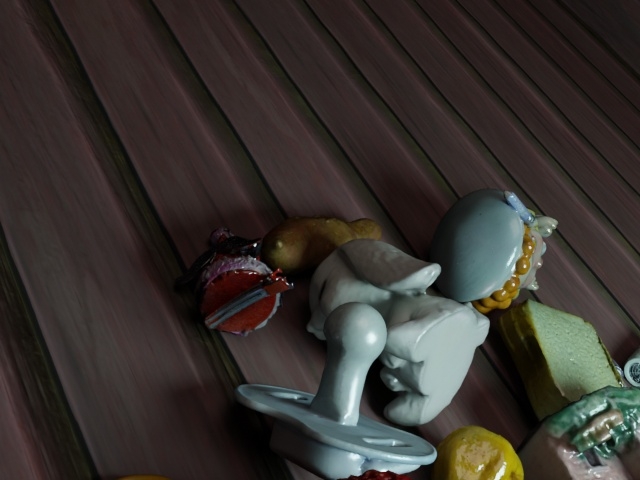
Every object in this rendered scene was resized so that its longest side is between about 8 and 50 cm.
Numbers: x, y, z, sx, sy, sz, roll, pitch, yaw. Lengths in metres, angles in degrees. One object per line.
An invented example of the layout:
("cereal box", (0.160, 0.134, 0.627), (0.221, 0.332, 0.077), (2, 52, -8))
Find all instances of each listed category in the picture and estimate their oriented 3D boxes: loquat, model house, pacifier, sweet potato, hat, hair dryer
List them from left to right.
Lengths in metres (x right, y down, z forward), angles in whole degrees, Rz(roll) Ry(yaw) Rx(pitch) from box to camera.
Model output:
("hat", (-0.131, 0.036, 1.228), (0.129, 0.140, 0.227), (30, 20, -30))
("sweet potato", (-0.014, 0.004, 1.355), (0.354, 0.106, 0.095), (-8, 82, -59))
("pacifier", (0.036, 0.192, 1.048), (0.238, 0.226, 0.287), (13, 3, -42))
("loquat", (0.218, 0.331, 1.150), (0.137, 0.113, 0.137), (11, 64, -23))
("hair dryer", (0.570, 0.277, 1.536), (0.114, 0.037, 0.063), (53, 12, 1))
("model house", (0.452, 0.368, 1.201), (0.237, 0.202, 0.237), (5, 43, -32))
("hair dryer", (0.702, 0.304, 1.593), (0.131, 0.073, 0.236), (-24, 73, -47))

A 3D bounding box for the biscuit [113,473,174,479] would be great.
("biscuit", (-0.199, 0.329, 0.888), (0.170, 0.050, 0.170), (20, 37, -16))

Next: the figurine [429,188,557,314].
("figurine", (0.341, 0.025, 1.584), (0.205, 0.225, 0.382), (25, 5, 27))

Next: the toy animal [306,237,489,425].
("toy animal", (0.100, 0.114, 1.243), (0.206, 0.272, 0.265), (-37, 47, -24))

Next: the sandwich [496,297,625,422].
("sandwich", (0.434, 0.234, 1.438), (0.226, 0.087, 0.251), (21, 36, -31))

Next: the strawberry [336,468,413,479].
("strawberry", (0.032, 0.359, 0.859), (0.257, 0.261, 0.261), (22, 37, -9))
